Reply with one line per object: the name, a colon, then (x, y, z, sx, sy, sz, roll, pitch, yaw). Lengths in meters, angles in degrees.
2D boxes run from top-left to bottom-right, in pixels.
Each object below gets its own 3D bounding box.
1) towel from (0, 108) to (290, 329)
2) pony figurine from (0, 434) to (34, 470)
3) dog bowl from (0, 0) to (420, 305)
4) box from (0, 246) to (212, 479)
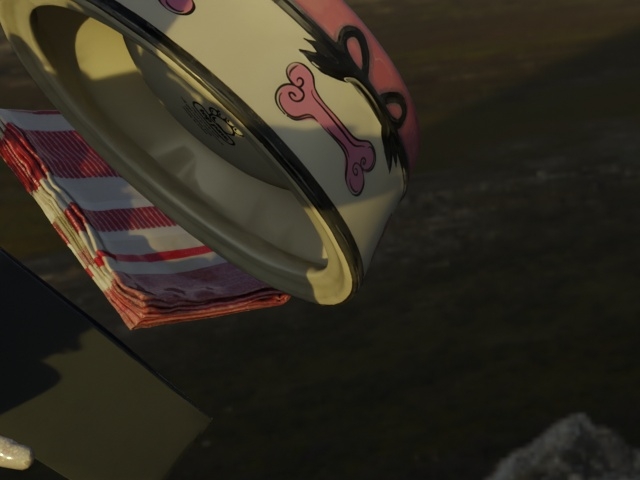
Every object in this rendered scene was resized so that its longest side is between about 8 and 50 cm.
towel: (-0.201, -0.039, 1.495, 0.237, 0.037, 0.329, -7, 48, -50)
pony figurine: (-0.326, 0.022, 0.616, 0.363, 0.351, 0.303, -18, 41, 58)
dog bowl: (-0.086, -0.129, 1.190, 0.150, 0.408, 0.408, -49, 30, -17)
box: (-0.224, 0.071, 0.957, 0.103, 0.261, 0.184, -50, 48, -8)
